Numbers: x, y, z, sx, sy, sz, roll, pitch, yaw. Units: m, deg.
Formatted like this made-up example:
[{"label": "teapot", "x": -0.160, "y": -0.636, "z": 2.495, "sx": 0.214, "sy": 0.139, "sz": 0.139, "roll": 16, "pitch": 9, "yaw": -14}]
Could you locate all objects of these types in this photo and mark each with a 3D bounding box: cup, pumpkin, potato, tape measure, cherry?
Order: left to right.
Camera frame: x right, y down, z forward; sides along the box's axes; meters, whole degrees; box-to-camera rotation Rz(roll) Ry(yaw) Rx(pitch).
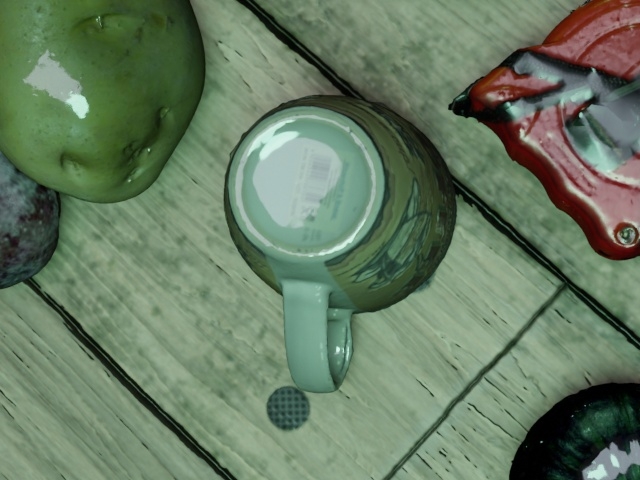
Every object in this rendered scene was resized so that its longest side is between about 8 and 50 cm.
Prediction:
[{"label": "cherry", "x": -0.374, "y": -0.029, "z": 1.123, "sx": 0.195, "sy": 0.195, "sz": 0.195, "roll": -1, "pitch": 86, "yaw": 11}, {"label": "potato", "x": -0.245, "y": -0.205, "z": 1.091, "sx": 0.243, "sy": 0.221, "sz": 0.326, "roll": -8, "pitch": 63, "yaw": -22}, {"label": "cup", "x": 0.000, "y": 0.000, "z": 1.023, "sx": 0.227, "sy": 0.257, "sz": 0.301, "roll": 6, "pitch": 89, "yaw": 14}, {"label": "tape measure", "x": 0.300, "y": -0.127, "z": 1.042, "sx": 0.260, "sy": 0.114, "sz": 0.253, "roll": -40, "pitch": 80, "yaw": 6}, {"label": "pumpkin", "x": 0.288, "y": 0.249, "z": 0.994, "sx": 0.233, "sy": 0.163, "sz": 0.233, "roll": -1, "pitch": 85, "yaw": 9}]
